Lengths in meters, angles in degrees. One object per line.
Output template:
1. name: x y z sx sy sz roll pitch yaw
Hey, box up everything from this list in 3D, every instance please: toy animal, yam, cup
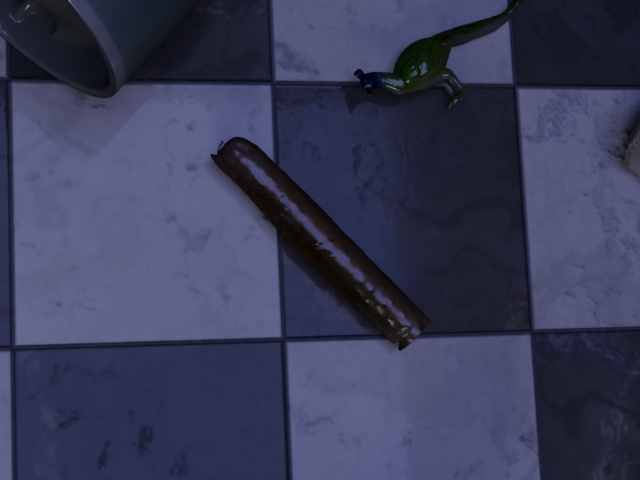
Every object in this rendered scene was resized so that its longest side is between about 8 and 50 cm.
1. toy animal: 0.137 -0.177 1.323 0.217 0.041 0.075 -28 87 -20
2. yam: 0.000 0.000 1.260 0.264 0.046 0.046 45 75 -4
3. cup: -0.223 -0.334 1.180 0.357 0.259 0.274 33 72 26

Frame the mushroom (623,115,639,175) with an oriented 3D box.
1. mushroom: 0.377 -0.166 1.355 0.092 0.081 0.223 34 72 -26
